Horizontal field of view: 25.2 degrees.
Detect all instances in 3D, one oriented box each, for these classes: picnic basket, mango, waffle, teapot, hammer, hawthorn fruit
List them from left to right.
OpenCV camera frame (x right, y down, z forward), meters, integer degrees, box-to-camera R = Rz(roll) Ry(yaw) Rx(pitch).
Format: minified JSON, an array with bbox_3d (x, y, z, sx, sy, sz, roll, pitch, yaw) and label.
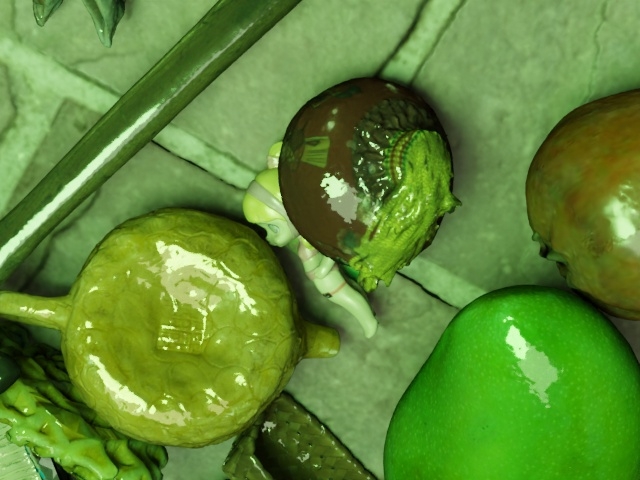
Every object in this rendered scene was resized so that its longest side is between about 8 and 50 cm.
[{"bbox_3d":[-0.227,0.143,1.272,0.223,0.204,0.054,33,96,-19],"label":"waffle"},{"bbox_3d":[-0.164,-0.078,1.157,0.440,0.044,0.168,-43,84,1],"label":"hammer"},{"bbox_3d":[-0.134,0.076,1.256,0.311,0.167,0.203,6,83,-6],"label":"teapot"},{"bbox_3d":[-0.009,0.236,1.353,0.055,0.110,0.193,-33,109,34],"label":"picnic basket"},{"bbox_3d":[0.165,0.175,1.230,0.225,0.201,0.382,22,141,22],"label":"mango"},{"bbox_3d":[0.288,-0.046,1.144,0.251,0.199,0.199,-29,112,3],"label":"hawthorn fruit"}]

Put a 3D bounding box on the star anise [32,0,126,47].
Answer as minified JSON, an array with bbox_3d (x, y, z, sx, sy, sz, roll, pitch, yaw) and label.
[{"bbox_3d":[-0.173,-0.254,1.126,0.231,0.089,0.209,42,125,-10],"label":"star anise"}]

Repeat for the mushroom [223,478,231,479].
[{"bbox_3d":[-0.072,0.290,1.392,0.127,0.087,0.127,4,118,7],"label":"mushroom"}]

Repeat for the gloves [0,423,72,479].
[{"bbox_3d":[-0.388,0.238,1.366,0.312,0.135,0.210,-19,120,17],"label":"gloves"}]

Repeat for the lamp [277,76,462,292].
[{"bbox_3d":[0.047,-0.056,1.169,0.157,0.156,0.135,43,155,-17],"label":"lamp"}]

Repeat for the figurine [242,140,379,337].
[{"bbox_3d":[0.000,0.000,1.254,0.083,0.083,0.187,-31,104,18],"label":"figurine"}]
